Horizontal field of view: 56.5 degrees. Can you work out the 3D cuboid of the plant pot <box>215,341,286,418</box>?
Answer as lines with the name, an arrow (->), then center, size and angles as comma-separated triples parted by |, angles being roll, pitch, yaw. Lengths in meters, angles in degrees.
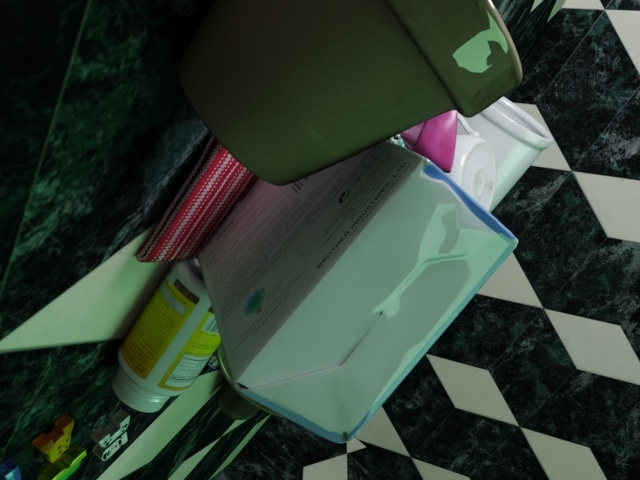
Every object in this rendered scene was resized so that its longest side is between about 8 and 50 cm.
plant pot -> -0.035, 0.191, 1.343 | 0.323, 0.323, 0.280 | -60, -177, 34

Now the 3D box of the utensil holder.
utensil holder -> 0.473, -0.254, 1.872 | 0.386, 0.327, 0.327 | -58, 168, 27

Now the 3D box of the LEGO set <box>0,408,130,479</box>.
LEGO set -> -0.373, 0.324, 0.819 | 0.227, 0.087, 0.093 | -41, 149, -46

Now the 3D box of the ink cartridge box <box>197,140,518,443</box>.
ink cartridge box -> 0.000, 0.000, 0.715 | 0.270, 0.151, 0.395 | -50, -153, 4

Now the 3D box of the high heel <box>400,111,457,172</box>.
high heel -> 0.329, -0.338, 1.389 | 0.377, 0.181, 0.127 | -53, 169, 1

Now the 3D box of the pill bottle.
pill bottle -> -0.206, 0.136, 0.847 | 0.215, 0.117, 0.117 | -55, 169, 11

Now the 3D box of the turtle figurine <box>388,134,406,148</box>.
turtle figurine -> 0.126, -0.209, 1.145 | 0.175, 0.118, 0.234 | -66, 173, -73

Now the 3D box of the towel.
towel -> -0.122, -0.060, 0.820 | 0.199, 0.031, 0.275 | -54, 167, 15

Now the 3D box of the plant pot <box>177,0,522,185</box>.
plant pot -> 0.007, -0.170, 0.528 | 0.229, 0.263, 0.263 | -38, 173, 15

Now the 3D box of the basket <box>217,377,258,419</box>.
basket -> -0.184, 0.376, 1.600 | 0.227, 0.154, 0.204 | -57, -170, 45

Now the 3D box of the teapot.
teapot -> 0.325, -0.160, 1.534 | 0.256, 0.187, 0.253 | -51, 133, -29

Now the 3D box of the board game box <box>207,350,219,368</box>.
board game box -> -0.208, 0.262, 1.439 | 0.133, 0.033, 0.169 | -50, 168, -16
